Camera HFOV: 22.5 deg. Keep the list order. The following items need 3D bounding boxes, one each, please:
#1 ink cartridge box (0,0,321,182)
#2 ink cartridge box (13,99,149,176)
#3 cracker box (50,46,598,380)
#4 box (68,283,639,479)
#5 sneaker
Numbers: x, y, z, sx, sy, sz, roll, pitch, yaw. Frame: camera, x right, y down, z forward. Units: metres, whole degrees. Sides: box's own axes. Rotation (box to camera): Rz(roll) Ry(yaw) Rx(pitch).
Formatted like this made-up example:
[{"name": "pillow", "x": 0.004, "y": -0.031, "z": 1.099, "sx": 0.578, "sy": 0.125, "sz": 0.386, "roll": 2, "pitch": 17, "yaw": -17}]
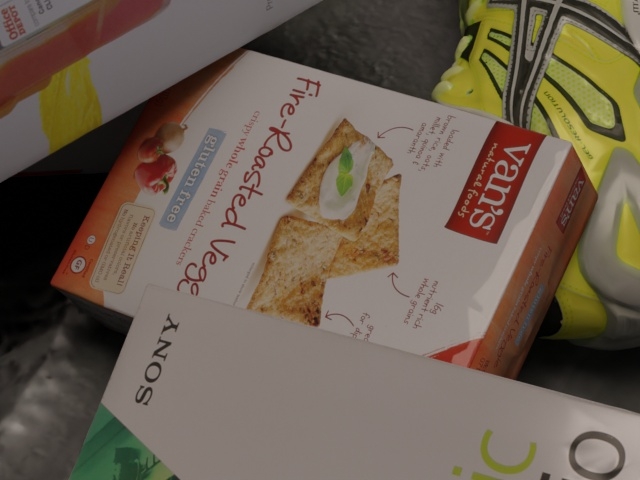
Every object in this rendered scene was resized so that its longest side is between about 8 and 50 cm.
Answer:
[{"name": "ink cartridge box", "x": -0.183, "y": -0.187, "z": 0.832, "sx": 0.385, "sy": 0.160, "sz": 0.279, "roll": -32, "pitch": 51, "yaw": -20}, {"name": "ink cartridge box", "x": -0.154, "y": -0.156, "z": 0.984, "sx": 0.172, "sy": 0.100, "sz": 0.237, "roll": -3, "pitch": 48, "yaw": -3}, {"name": "cracker box", "x": 0.000, "y": 0.000, "z": 0.806, "sx": 0.232, "sy": 0.067, "sz": 0.155, "roll": 19, "pitch": 75, "yaw": 28}, {"name": "box", "x": 0.034, "y": 0.164, "z": 0.649, "sx": 0.322, "sy": 0.058, "sz": 0.232, "roll": 13, "pitch": 72, "yaw": 22}, {"name": "sneaker", "x": 0.125, "y": -0.105, "z": 0.915, "sx": 0.147, "sy": 0.145, "sz": 0.384, "roll": -8, "pitch": 47, "yaw": -8}]
